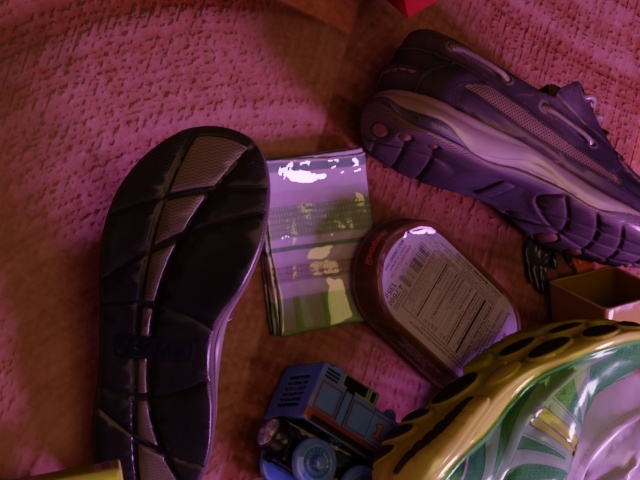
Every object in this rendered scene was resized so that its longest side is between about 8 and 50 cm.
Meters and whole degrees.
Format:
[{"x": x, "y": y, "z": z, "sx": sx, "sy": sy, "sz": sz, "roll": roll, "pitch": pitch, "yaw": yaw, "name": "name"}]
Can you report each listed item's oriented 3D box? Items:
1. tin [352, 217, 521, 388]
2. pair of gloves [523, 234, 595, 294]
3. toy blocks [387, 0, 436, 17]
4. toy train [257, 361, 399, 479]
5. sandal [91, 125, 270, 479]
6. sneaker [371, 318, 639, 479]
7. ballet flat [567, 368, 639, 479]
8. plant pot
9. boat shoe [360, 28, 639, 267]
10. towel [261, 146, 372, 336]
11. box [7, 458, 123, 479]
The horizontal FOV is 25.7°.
[{"x": 0.106, "y": 0.059, "z": 1.240, "sx": 0.189, "sy": 0.040, "sz": 0.106, "roll": 42, "pitch": 72, "yaw": -28, "name": "tin"}, {"x": 0.228, "y": 0.011, "z": 1.333, "sx": 0.083, "sy": 0.010, "sz": 0.074, "roll": -9, "pitch": 93, "yaw": -28, "name": "pair of gloves"}, {"x": -0.031, "y": -0.320, "z": 1.123, "sx": 0.381, "sy": 0.190, "sz": 0.261, "roll": 0, "pitch": 100, "yaw": -30, "name": "toy blocks"}, {"x": 0.031, "y": 0.181, "z": 1.181, "sx": 0.184, "sy": 0.080, "sz": 0.105, "roll": 35, "pitch": 67, "yaw": -24, "name": "toy train"}, {"x": -0.119, "y": 0.055, "z": 1.100, "sx": 0.120, "sy": 0.086, "sz": 0.303, "roll": 14, "pitch": 100, "yaw": -2, "name": "sandal"}, {"x": 0.169, "y": 0.159, "z": 1.187, "sx": 0.295, "sy": 0.109, "sz": 0.124, "roll": -31, "pitch": 107, "yaw": -26, "name": "sneaker"}, {"x": 0.332, "y": 0.185, "z": 1.304, "sx": 0.400, "sy": 0.139, "sz": 0.139, "roll": -13, "pitch": 95, "yaw": -30, "name": "ballet flat"}, {"x": 0.267, "y": 0.081, "z": 1.316, "sx": 0.081, "sy": 0.081, "sz": 0.083, "roll": -11, "pitch": 113, "yaw": -29, "name": "plant pot"}, {"x": 0.207, "y": -0.082, "z": 1.253, "sx": 0.355, "sy": 0.132, "sz": 0.130, "roll": 25, "pitch": 73, "yaw": -24, "name": "boat shoe"}, {"x": 0.000, "y": 0.000, "z": 1.199, "sx": 0.113, "sy": 0.023, "sz": 0.152, "roll": -9, "pitch": 93, "yaw": -28, "name": "towel"}, {"x": -0.190, "y": 0.264, "z": 1.057, "sx": 0.109, "sy": 0.042, "sz": 0.178, "roll": -9, "pitch": 93, "yaw": -8, "name": "box"}]
